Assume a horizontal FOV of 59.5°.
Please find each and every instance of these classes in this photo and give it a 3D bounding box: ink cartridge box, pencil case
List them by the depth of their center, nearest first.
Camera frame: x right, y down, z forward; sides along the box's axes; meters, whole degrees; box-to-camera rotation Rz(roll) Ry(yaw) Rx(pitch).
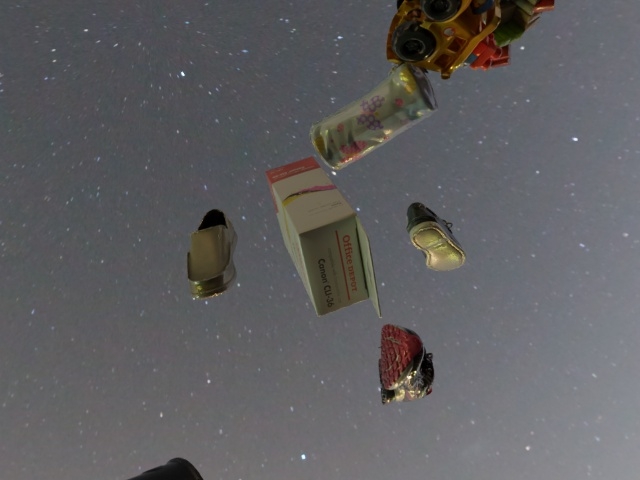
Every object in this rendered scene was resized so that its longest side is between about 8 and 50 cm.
[{"bbox_3d":[0.000,0.000,0.632,0.067,0.198,0.115,-19,-56,-8],"label":"ink cartridge box"},{"bbox_3d":[0.108,-0.255,1.164,0.273,0.114,0.124,-30,-43,29],"label":"pencil case"}]

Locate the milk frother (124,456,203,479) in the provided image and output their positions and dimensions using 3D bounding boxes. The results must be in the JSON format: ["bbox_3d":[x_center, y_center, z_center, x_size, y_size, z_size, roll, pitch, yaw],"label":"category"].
[{"bbox_3d":[-0.132,0.231,0.337,0.134,0.143,0.129,-5,-41,-41],"label":"milk frother"}]

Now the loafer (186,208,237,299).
[{"bbox_3d":[-0.229,0.022,1.153,0.101,0.269,0.092,-17,-60,3],"label":"loafer"}]

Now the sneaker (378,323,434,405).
[{"bbox_3d":[0.175,0.244,1.111,0.111,0.121,0.299,-4,-27,2],"label":"sneaker"}]

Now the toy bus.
[{"bbox_3d":[0.252,-0.403,1.021,0.211,0.150,0.220,20,-31,-14],"label":"toy bus"}]

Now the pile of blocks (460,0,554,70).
[{"bbox_3d":[0.435,-0.512,1.206,0.148,0.113,0.362,-14,-36,-40],"label":"pile of blocks"}]

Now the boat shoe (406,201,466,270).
[{"bbox_3d":[0.250,-0.002,1.238,0.095,0.079,0.254,-25,-33,23],"label":"boat shoe"}]
